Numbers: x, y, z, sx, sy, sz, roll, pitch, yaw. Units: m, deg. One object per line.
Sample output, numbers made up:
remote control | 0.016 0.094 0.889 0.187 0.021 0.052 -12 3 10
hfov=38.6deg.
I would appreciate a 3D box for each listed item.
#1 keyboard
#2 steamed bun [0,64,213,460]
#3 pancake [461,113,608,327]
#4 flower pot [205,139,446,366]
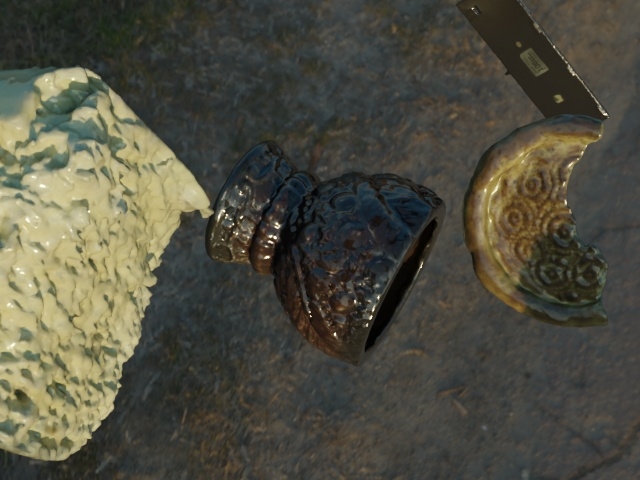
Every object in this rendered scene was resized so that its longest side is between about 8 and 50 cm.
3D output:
keyboard | 0.360 -0.305 1.548 0.317 0.106 0.027 47 43 -18
steamed bun | -0.257 0.032 0.727 0.273 0.290 0.272 5 59 10
pancake | 0.212 -0.010 0.822 0.190 0.184 0.020 52 30 6
flower pot | 0.000 0.000 1.266 0.267 0.267 0.267 28 54 12
